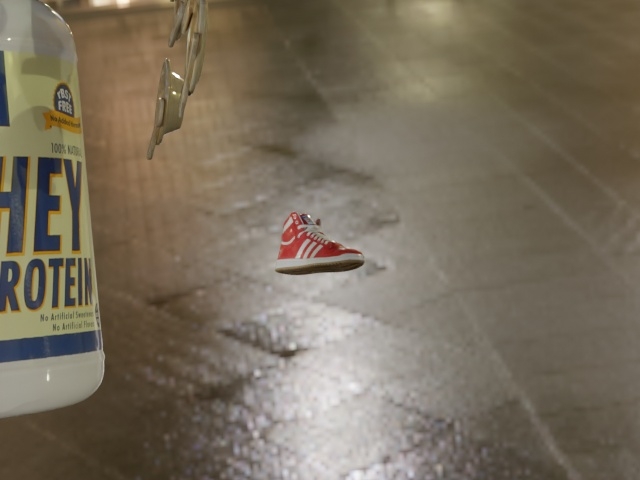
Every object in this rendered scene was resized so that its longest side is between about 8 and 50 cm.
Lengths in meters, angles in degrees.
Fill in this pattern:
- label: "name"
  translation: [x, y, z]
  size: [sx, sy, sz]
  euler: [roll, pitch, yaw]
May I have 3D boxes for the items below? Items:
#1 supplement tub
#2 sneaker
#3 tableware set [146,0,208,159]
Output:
- label: "supplement tub"
  translation: [-0.276, -0.041, 1.014]
  size: [0.235, 0.325, 0.235]
  euler: [-5, -1, 0]
- label: "sneaker"
  translation: [0.000, 0.000, 1.573]
  size: [0.118, 0.067, 0.042]
  euler: [-5, -16, 42]
- label: "tableware set"
  translation: [-0.088, -0.140, 0.928]
  size: [0.020, 0.169, 0.141]
  euler: [5, -28, -12]
